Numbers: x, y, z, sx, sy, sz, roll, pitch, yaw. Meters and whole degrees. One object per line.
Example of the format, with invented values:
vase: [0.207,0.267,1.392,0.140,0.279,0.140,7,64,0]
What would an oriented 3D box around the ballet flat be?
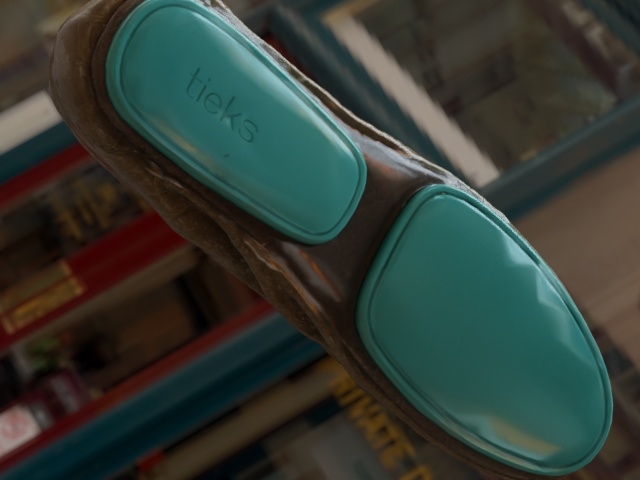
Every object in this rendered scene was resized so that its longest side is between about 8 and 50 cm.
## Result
ballet flat: [0.000,0.000,0.871,0.342,0.116,0.124,37,-16,-25]
